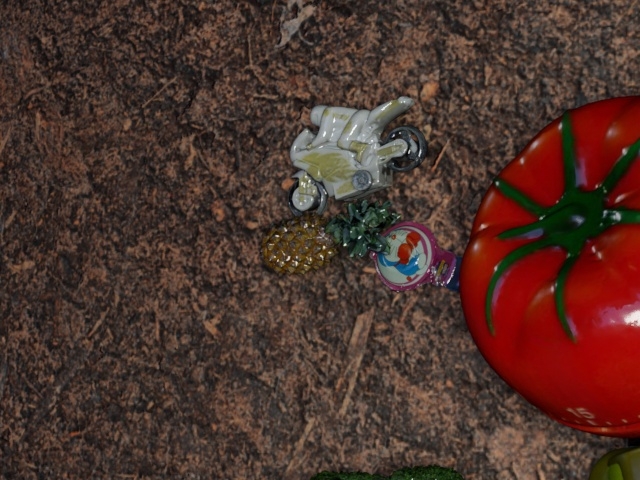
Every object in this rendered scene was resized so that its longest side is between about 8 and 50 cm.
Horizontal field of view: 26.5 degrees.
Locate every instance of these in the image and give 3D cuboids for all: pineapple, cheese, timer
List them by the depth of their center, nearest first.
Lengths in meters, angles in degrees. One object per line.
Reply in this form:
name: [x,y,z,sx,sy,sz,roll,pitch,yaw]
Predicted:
timer: [0.343,0.028,1.486,0.378,0.279,0.378,-31,42,32]
cheese: [0.127,0.027,1.762,0.145,0.038,0.095,19,87,31]
pineapple: [0.000,-0.001,1.788,0.221,0.103,0.083,-15,93,40]

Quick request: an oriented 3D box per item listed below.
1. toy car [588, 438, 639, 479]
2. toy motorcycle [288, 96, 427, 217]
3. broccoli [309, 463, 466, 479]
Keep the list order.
toy car: [0.407,0.276,1.452,0.248,0.198,0.204,-14,65,17]
toy motorcycle: [0.036,-0.123,1.827,0.229,0.074,0.151,-27,72,30]
broccoli: [0.075,0.417,1.577,0.283,0.304,0.321,-40,33,52]
